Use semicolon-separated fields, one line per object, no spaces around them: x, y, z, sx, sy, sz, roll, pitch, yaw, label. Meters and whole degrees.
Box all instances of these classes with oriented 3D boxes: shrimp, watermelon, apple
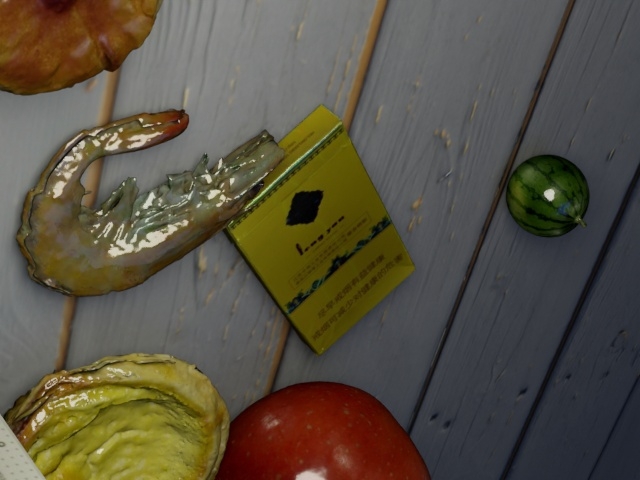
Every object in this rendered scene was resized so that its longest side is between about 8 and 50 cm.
-0.152;-0.047;1.035;0.253;0.058;0.173;-36;133;-13;shrimp
0.274;-0.050;1.405;0.109;0.109;0.109;-26;138;-27;watermelon
-0.004;0.286;1.305;0.216;0.260;0.260;-46;150;-45;apple

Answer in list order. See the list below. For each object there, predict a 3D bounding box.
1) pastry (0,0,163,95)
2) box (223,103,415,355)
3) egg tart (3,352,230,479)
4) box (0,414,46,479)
-0.198;-0.200;0.809;0.229;0.100;0.218;-33;140;-22;pastry
0.000;0.000;1.231;0.153;0.041;0.279;-41;142;-8;box
-0.219;0.211;1.162;0.279;0.095;0.279;-21;131;-26;egg tart
-0.285;0.260;0.936;0.095;0.330;0.210;-6;126;-43;box
